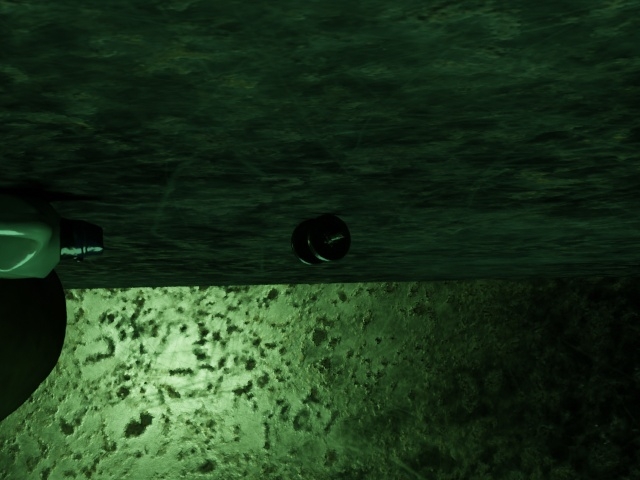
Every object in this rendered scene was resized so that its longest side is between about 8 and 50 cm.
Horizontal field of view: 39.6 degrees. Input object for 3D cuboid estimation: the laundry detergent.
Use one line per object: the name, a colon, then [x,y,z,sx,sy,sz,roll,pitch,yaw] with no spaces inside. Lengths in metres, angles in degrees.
laundry detergent: [-0.405,-0.005,1.074,0.280,0.105,0.215,3,171,-12]

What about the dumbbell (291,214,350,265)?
dumbbell: [0.000,0.000,1.298,0.069,0.069,0.147,3,172,-26]

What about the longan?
longan: [-0.538,0.123,1.299,0.360,0.361,0.361,0,173,0]
